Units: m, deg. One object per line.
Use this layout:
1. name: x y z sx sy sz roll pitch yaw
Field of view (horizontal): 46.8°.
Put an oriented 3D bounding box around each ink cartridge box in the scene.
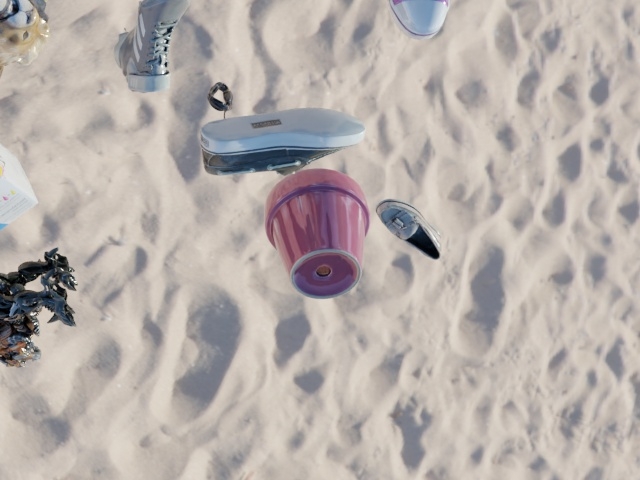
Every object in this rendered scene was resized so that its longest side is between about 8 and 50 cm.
1. ink cartridge box: -0.776 -0.141 1.614 0.171 0.168 0.233 -36 150 -1

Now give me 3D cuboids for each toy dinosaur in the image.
1. toy dinosaur: -0.580 0.113 1.385 0.218 0.164 0.322 -13 148 -7

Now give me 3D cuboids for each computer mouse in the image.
1. computer mouse: -0.147 -0.195 1.224 0.071 0.242 0.041 28 122 -37

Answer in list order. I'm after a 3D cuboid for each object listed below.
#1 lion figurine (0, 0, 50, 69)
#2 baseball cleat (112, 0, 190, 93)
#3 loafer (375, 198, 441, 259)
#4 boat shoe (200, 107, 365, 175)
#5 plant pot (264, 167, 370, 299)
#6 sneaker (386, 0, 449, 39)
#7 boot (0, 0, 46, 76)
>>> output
1. lion figurine: -0.497 -0.161 0.881 0.240 0.142 0.392 21 100 -58
2. baseball cleat: -0.221 -0.271 1.023 0.072 0.206 0.110 -20 87 -35
3. loafer: 0.124 -0.014 0.995 0.125 0.045 0.039 32 32 -37
4. boat shoe: -0.049 -0.127 0.985 0.219 0.078 0.070 -5 130 -10
5. plant pot: 0.000 0.000 1.355 0.201 0.201 0.180 35 31 -35
6. sneaker: 0.150 -0.442 1.058 0.102 0.161 0.282 -1 93 -5
7. boot: -0.536 -0.408 1.191 0.104 0.211 0.295 7 126 -48
